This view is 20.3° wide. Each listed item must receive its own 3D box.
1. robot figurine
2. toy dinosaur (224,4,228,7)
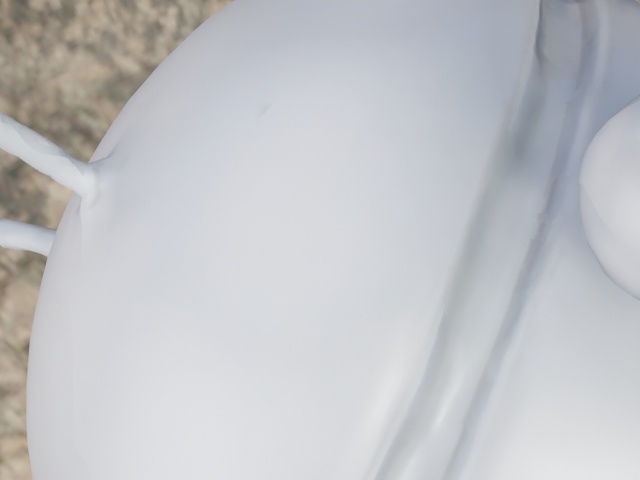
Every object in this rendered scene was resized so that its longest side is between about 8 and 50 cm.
[{"bbox_3d":[0.080,0.051,0.443,0.353,0.300,0.199,22,64,-3],"label":"robot figurine"},{"bbox_3d":[0.055,-0.116,0.667,0.160,0.121,0.313,-55,31,2],"label":"toy dinosaur"}]
